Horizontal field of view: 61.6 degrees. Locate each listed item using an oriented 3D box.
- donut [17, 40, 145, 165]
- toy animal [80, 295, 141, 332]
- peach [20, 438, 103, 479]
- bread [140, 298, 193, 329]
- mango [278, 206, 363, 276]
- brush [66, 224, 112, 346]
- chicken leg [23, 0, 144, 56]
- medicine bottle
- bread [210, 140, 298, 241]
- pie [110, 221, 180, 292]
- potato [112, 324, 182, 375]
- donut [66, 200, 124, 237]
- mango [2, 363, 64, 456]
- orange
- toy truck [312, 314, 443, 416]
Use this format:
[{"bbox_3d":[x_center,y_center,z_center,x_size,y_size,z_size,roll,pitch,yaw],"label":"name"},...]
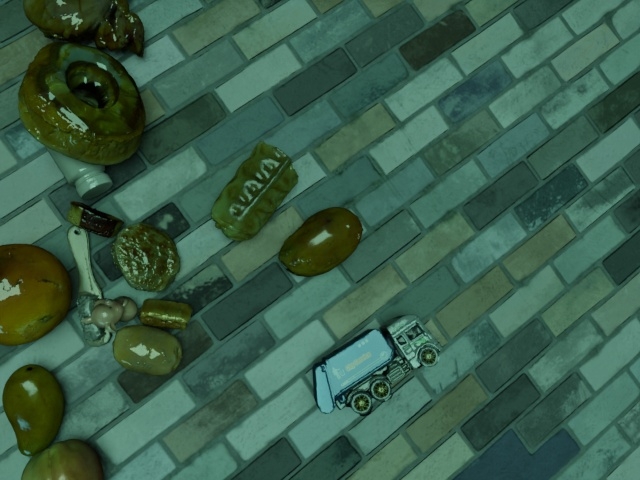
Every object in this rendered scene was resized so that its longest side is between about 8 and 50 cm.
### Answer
[{"bbox_3d":[-0.586,-0.353,1.338,0.330,0.160,0.330,15,54,-23],"label":"donut"},{"bbox_3d":[-0.521,0.184,1.366,0.083,0.150,0.089,-12,94,31],"label":"toy animal"},{"bbox_3d":[-0.618,0.579,1.294,0.184,0.184,0.184,1,84,-9],"label":"peach"},{"bbox_3d":[-0.406,0.193,1.413,0.132,0.074,0.053,12,119,-5],"label":"bread"},{"bbox_3d":[0.000,0.000,1.471,0.248,0.151,0.156,-31,59,-6],"label":"mango"},{"bbox_3d":[-0.611,0.116,1.396,0.070,0.065,0.327,-12,85,-7],"label":"brush"},{"bbox_3d":[-0.559,-0.639,1.450,0.295,0.182,0.409,43,64,-12],"label":"chicken leg"},{"bbox_3d":[-0.632,-0.207,1.402,0.102,0.103,0.187,-33,90,-11],"label":"medicine bottle"},{"bbox_3d":[-0.182,-0.122,1.453,0.152,0.130,0.268,37,81,-8],"label":"bread"},{"bbox_3d":[-0.458,0.047,1.419,0.163,0.079,0.193,-21,91,-25],"label":"pie"},{"bbox_3d":[-0.444,0.283,1.380,0.178,0.109,0.118,19,47,-11],"label":"potato"},{"bbox_3d":[-0.584,-0.054,1.382,0.140,0.140,0.059,24,90,-6],"label":"donut"},{"bbox_3d":[-0.710,0.419,1.332,0.136,0.099,0.228,-5,93,-14],"label":"mango"},{"bbox_3d":[-0.729,0.129,1.287,0.246,0.246,0.246,1,84,-9],"label":"orange"},{"bbox_3d":[0.142,0.338,1.450,0.367,0.146,0.175,-30,85,-10],"label":"toy truck"}]
